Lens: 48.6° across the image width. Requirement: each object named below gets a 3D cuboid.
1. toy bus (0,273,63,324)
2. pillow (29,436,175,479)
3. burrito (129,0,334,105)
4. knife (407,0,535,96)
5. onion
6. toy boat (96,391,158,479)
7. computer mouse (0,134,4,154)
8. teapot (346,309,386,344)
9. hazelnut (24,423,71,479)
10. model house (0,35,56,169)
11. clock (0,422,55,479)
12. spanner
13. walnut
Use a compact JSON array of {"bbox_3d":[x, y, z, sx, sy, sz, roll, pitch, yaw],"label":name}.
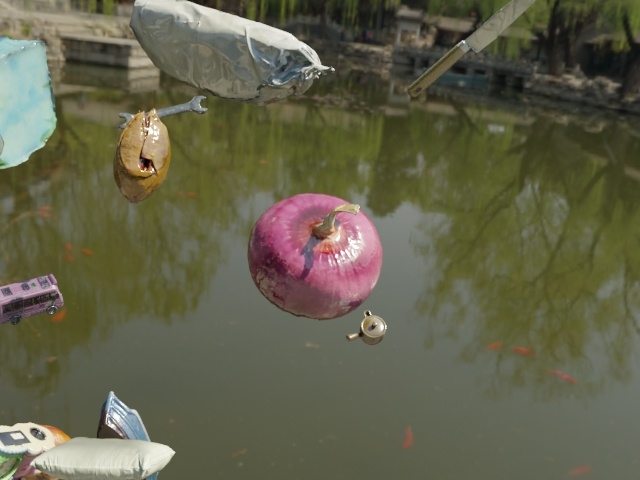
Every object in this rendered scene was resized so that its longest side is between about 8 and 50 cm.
[{"bbox_3d":[-0.813,0.161,1.971,0.178,0.098,0.087,-15,40,-35],"label":"toy bus"},{"bbox_3d":[-0.443,0.448,1.461,0.254,0.078,0.144,-1,6,11],"label":"pillow"},{"bbox_3d":[-0.154,-0.302,1.161,0.445,0.139,0.101,25,32,33],"label":"burrito"},{"bbox_3d":[0.282,-0.360,1.298,0.047,0.298,0.017,36,26,-31],"label":"knife"},{"bbox_3d":[-0.015,0.015,1.859,0.358,0.345,0.358,-1,29,1],"label":"onion"},{"bbox_3d":[-0.500,0.535,1.855,0.129,0.309,0.142,-13,18,11],"label":"toy boat"},{"bbox_3d":[-0.427,-0.072,0.748,0.113,0.229,0.068,34,23,-49],"label":"computer mouse"},{"bbox_3d":[0.112,0.236,1.850,0.110,0.080,0.085,-19,57,-17],"label":"teapot"},{"bbox_3d":[-0.784,0.601,1.990,0.182,0.182,0.182,6,16,-2],"label":"hazelnut"},{"bbox_3d":[-0.729,-0.291,1.477,0.241,0.226,0.261,10,30,9],"label":"model house"},{"bbox_3d":[-0.703,0.499,1.548,0.100,0.195,0.194,39,7,24],"label":"clock"},{"bbox_3d":[-0.417,-0.338,1.885,0.254,0.054,0.015,-20,-6,-27],"label":"spanner"},{"bbox_3d":[-0.434,-0.208,1.733,0.137,0.245,0.137,6,-17,2],"label":"walnut"}]
